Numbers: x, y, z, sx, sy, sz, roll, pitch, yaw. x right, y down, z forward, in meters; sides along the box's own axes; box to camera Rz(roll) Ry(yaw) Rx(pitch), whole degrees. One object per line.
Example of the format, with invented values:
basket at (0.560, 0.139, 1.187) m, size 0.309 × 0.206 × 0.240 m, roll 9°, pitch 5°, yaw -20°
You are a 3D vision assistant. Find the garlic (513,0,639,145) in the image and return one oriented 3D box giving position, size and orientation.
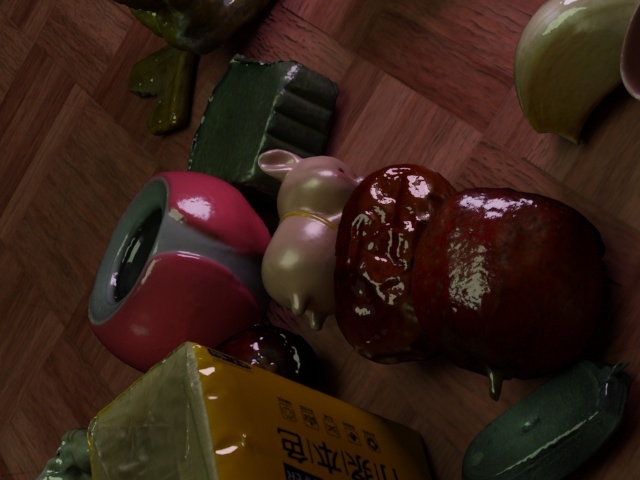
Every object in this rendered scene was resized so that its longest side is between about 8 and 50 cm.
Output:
garlic at (0.331, -0.230, 1.666) m, size 0.245 × 0.145 × 0.164 m, roll -38°, pitch 78°, yaw 29°

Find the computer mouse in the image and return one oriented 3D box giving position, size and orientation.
computer mouse at (0.257, 0.211, 1.548) m, size 0.229 × 0.068 × 0.113 m, roll -37°, pitch 30°, yaw 16°

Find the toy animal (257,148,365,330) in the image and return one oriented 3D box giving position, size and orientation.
toy animal at (0.000, 0.002, 1.876) m, size 0.149 × 0.165 × 0.248 m, roll -10°, pitch 50°, yaw 19°

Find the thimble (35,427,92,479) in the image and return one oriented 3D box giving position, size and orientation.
thimble at (-0.273, 0.405, 1.962) m, size 0.291 × 0.195 × 0.291 m, roll -28°, pitch 47°, yaw 35°

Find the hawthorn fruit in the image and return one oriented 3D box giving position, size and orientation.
hawthorn fruit at (0.204, 0.062, 1.579) m, size 0.215 × 0.215 × 0.249 m, roll -12°, pitch 63°, yaw 46°

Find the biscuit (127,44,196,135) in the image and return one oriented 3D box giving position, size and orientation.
biscuit at (-0.279, -0.254, 2.442) m, size 0.174 × 0.039 × 0.183 m, roll -21°, pitch 55°, yaw 40°

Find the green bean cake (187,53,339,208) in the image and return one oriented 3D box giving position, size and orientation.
green bean cake at (-0.091, -0.162, 2.107) m, size 0.227 × 0.125 × 0.222 m, roll 6°, pitch 78°, yaw 53°

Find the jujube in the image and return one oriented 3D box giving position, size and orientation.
jujube at (0.099, 0.030, 1.746) m, size 0.174 × 0.174 × 0.250 m, roll -14°, pitch 63°, yaw 45°

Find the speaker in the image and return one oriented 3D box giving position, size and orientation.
speaker at (-0.197, 0.042, 2.004) m, size 0.294 × 0.294 × 0.294 m, roll -26°, pitch 53°, yaw 39°

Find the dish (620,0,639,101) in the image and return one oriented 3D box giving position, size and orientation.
dish at (0.437, -0.207, 1.523) m, size 0.213 × 0.090 × 0.213 m, roll -13°, pitch 67°, yaw 34°

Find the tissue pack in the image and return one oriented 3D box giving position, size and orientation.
tissue pack at (-0.045, 0.321, 1.589) m, size 0.228 × 0.382 × 0.293 m, roll -38°, pitch 45°, yaw 26°

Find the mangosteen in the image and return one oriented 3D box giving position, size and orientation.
mangosteen at (-0.082, 0.195, 1.890) m, size 0.180 × 0.166 × 0.166 m, roll 139°, pitch 143°, yaw -67°

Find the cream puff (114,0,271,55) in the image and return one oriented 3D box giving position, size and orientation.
cream puff at (-0.218, -0.485, 2.239) m, size 0.275 × 0.378 × 0.378 m, roll 40°, pitch 103°, yaw 29°
